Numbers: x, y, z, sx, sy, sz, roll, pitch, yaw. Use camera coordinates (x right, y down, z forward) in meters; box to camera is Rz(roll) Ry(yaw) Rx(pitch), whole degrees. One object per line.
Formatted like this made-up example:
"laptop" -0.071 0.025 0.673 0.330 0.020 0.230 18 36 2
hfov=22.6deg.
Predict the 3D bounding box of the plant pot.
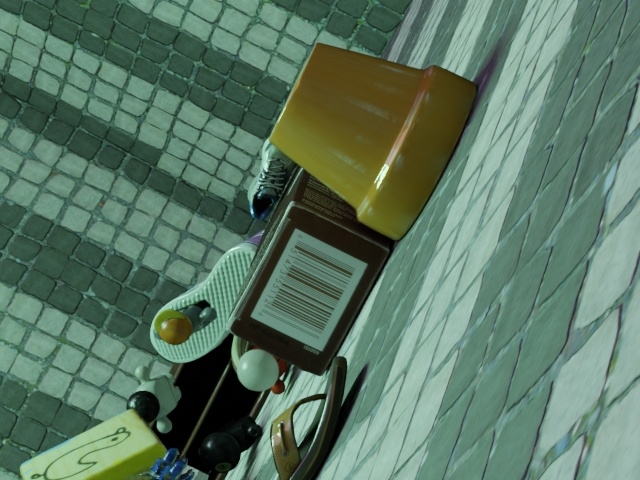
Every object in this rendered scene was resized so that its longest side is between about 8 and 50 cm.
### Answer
"plant pot" 0.051 -0.131 1.845 0.205 0.188 0.205 -63 4 8

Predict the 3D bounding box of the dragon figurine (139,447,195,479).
"dragon figurine" -0.195 0.393 1.974 0.289 0.144 0.085 -62 4 18

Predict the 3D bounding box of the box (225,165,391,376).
"box" 0.000 0.000 2.050 0.191 0.143 0.381 -62 2 18

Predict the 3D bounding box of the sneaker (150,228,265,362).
"sneaker" -0.143 0.084 2.530 0.282 0.102 0.161 -40 1 31

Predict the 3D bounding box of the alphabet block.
"alphabet block" -0.278 0.369 2.165 0.192 0.193 0.197 -28 15 -12

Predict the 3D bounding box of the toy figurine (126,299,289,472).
"toy figurine" -0.163 0.205 2.295 0.213 0.209 0.148 -64 -7 15

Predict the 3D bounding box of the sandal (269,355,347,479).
"sandal" -0.031 0.214 1.610 0.219 0.060 0.090 -63 4 6

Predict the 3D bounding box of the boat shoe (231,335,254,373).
"boat shoe" -0.063 0.116 2.450 0.095 0.095 0.257 -53 9 36

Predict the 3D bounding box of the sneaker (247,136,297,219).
"sneaker" -0.061 -0.080 2.099 0.058 0.052 0.135 -83 11 -49

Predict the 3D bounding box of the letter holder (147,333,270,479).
"letter holder" -0.189 0.275 2.630 0.302 0.152 0.214 -62 6 16
